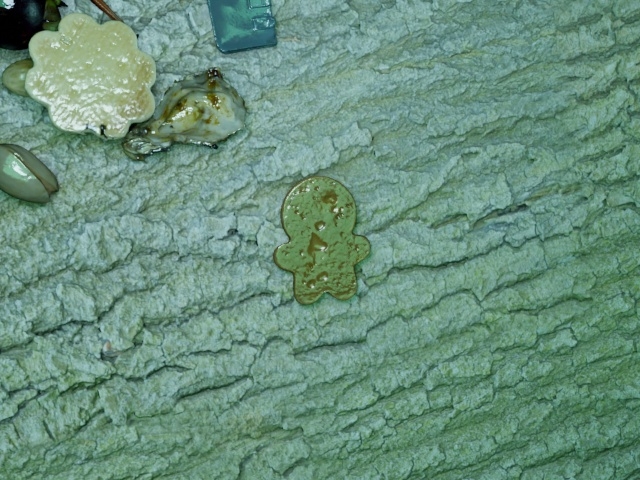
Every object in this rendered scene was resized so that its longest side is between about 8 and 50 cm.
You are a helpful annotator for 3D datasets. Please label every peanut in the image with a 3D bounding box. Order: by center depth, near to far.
[{"bbox_3d":[-0.668,-0.388,1.566,0.236,0.110,0.120,8,91,-11],"label":"peanut"}]

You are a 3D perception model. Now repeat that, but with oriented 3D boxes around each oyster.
[{"bbox_3d":[-0.354,-0.299,1.615,0.337,0.133,0.198,-30,101,-1],"label":"oyster"}]

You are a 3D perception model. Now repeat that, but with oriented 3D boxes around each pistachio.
[{"bbox_3d":[-0.747,-0.167,1.577,0.184,0.124,0.124,33,91,-17],"label":"pistachio"}]

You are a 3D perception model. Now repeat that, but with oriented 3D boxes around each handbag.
[{"bbox_3d":[-0.203,-0.610,1.636,0.179,0.062,0.229,-13,99,-10],"label":"handbag"}]

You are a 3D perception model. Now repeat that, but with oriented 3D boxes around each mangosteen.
[{"bbox_3d":[-0.728,-0.567,1.493,0.242,0.243,0.243,-1,97,-8],"label":"mangosteen"}]

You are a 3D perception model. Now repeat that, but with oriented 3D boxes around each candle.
[{"bbox_3d":[-0.532,-0.575,1.610,0.167,0.021,0.026,44,69,-10],"label":"candle"}]

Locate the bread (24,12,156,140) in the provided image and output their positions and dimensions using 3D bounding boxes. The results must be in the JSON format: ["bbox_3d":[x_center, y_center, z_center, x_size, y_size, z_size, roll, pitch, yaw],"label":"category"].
[{"bbox_3d":[-0.547,-0.390,1.516,0.315,0.054,0.316,1,87,-20],"label":"bread"}]

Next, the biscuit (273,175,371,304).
[{"bbox_3d":[0.000,0.000,1.745,0.275,0.052,0.355,-10,97,-7],"label":"biscuit"}]
